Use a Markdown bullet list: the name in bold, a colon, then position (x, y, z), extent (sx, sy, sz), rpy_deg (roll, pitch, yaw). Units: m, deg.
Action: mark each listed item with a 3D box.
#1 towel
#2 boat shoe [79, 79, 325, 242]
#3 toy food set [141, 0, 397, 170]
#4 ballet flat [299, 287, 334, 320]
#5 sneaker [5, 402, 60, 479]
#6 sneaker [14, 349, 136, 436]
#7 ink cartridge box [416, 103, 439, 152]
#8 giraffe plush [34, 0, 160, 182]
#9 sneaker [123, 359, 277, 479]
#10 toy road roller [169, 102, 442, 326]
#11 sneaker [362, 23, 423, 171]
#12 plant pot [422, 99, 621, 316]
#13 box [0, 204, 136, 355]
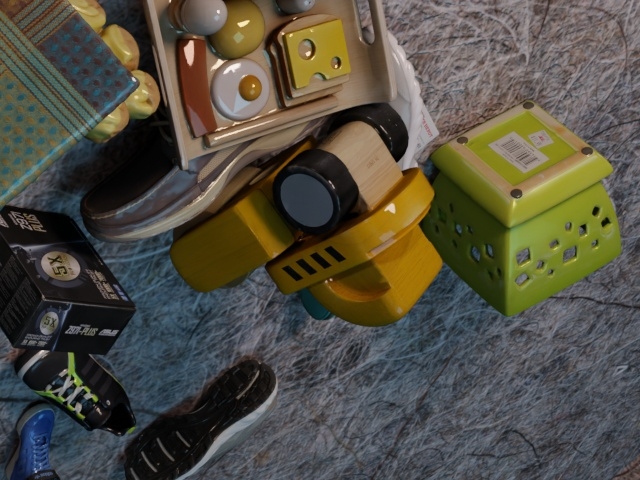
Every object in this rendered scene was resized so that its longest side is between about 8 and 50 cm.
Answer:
- **towel**: position (-0.402, -0.132, 1.571), extent (0.370, 0.271, 0.040), rpy_deg (-41, -178, -5)
- **boat shoe**: position (-0.153, -0.135, 1.933), extent (0.355, 0.132, 0.130), rpy_deg (-38, 128, -20)
- **toy food set**: position (-0.056, -0.227, 1.840), extent (0.306, 0.092, 0.220), rpy_deg (-20, 107, -28)
- **ballet flat**: position (0.016, 0.021, 2.299), extent (0.087, 0.083, 0.247), rpy_deg (-42, 151, -26)
- **sneaker**: position (-0.387, 0.302, 2.202), extent (0.058, 0.084, 0.152), rpy_deg (-5, 132, -42)
- **sneaker**: position (-0.316, 0.203, 2.151), extent (0.084, 0.097, 0.234), rpy_deg (-45, 146, 5)
- **ink cartridge box**: position (0.095, -0.147, 2.210), extent (0.122, 0.052, 0.088), rpy_deg (-41, 145, -3)
- **giraffe plush**: position (-0.307, -0.152, 1.727), extent (0.170, 0.181, 0.210), rpy_deg (-39, 164, 36)
- **sneaker**: position (-0.171, 0.296, 2.403), extent (0.271, 0.100, 0.108), rpy_deg (-34, 151, -11)
- **toy road roller**: position (0.000, 0.000, 1.995), extent (0.329, 0.240, 0.202), rpy_deg (-25, -166, 39)
- **sneaker**: position (0.067, -0.144, 2.094), extent (0.115, 0.105, 0.281), rpy_deg (-11, 113, -16)
- **plant pot**: position (0.296, -0.062, 2.362), extent (0.227, 0.228, 0.207), rpy_deg (-27, 138, -19)
- **box**: position (-0.328, 0.045, 1.887), extent (0.147, 0.180, 0.077), rpy_deg (11, 122, -49)
